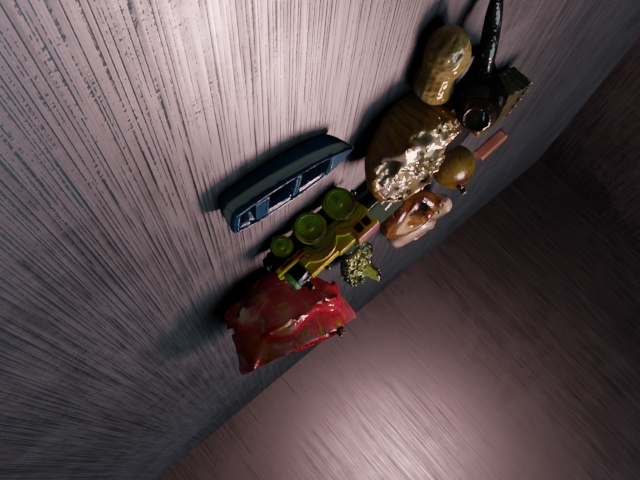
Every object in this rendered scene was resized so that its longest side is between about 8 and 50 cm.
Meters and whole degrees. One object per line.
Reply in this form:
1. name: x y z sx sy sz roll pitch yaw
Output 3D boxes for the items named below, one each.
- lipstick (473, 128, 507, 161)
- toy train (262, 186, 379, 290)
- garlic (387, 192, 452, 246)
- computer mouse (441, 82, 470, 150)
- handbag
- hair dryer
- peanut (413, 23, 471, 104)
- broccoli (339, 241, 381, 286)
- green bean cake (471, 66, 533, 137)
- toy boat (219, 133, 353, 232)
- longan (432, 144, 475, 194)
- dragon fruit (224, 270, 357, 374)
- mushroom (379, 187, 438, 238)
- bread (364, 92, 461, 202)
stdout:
1. lipstick: 0.693 -0.386 2.294 0.145 0.045 0.045 -41 167 -4
2. toy train: 0.000 0.000 1.390 0.296 0.160 0.100 -40 172 -7
3. garlic: 0.372 -0.080 2.170 0.279 0.132 0.325 -43 168 1
4. computer mouse: 0.349 -0.310 1.521 0.170 0.100 0.269 -48 165 13
5. handbag: 0.127 -0.076 1.657 0.260 0.079 0.247 -44 166 4
6. hair dryer: 0.360 -0.430 1.177 0.359 0.120 0.304 89 19 -46
7. peanut: 0.245 -0.349 1.147 0.103 0.098 0.229 -17 163 -10
8. broccoli: 0.150 0.091 2.032 0.167 0.160 0.154 -54 166 -65
9. green bean cake: 0.510 -0.411 1.655 0.181 0.094 0.173 -33 163 -34
10. toy boat: -0.060 -0.122 1.071 0.299 0.062 0.096 -35 163 -23
11. longan: 0.439 -0.231 1.841 0.154 0.176 0.145 -6 159 -43
12. dragon fruit: -0.103 0.209 1.570 0.371 0.249 0.386 -33 170 38
13. mushroom: 0.288 -0.100 1.926 0.231 0.138 0.194 -16 165 -37
14. bread: 0.206 -0.215 1.327 0.274 0.149 0.274 -34 159 -15
